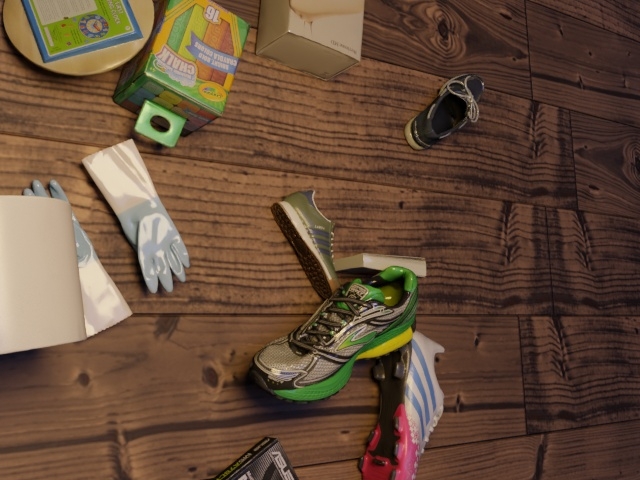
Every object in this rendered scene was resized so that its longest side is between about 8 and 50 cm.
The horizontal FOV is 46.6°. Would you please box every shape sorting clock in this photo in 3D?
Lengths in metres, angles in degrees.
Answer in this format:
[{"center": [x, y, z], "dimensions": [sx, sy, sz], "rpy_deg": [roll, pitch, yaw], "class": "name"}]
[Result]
[{"center": [-0.341, -0.321, 1.055], "dimensions": [0.206, 0.040, 0.206], "rpy_deg": [2, 69, -4], "class": "shape sorting clock"}]

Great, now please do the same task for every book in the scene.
[{"center": [0.102, 0.048, 1.317], "dimensions": [0.144, 0.096, 0.035], "rpy_deg": [7, 78, -36], "class": "book"}]

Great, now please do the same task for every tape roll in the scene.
[{"center": [-0.404, 0.050, 0.858], "dimensions": [0.246, 0.246, 0.169], "rpy_deg": [-4, 85, -36], "class": "tape roll"}]

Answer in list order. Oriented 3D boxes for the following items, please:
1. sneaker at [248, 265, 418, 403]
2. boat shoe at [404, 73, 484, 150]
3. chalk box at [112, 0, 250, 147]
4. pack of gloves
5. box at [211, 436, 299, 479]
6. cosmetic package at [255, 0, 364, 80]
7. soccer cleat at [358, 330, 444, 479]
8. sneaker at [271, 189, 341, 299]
[{"center": [0.024, 0.136, 1.191], "dimensions": [0.343, 0.134, 0.146], "rpy_deg": [-28, 136, -36], "class": "sneaker"}, {"center": [0.268, -0.271, 1.502], "dimensions": [0.254, 0.079, 0.095], "rpy_deg": [-37, 103, -34], "class": "boat shoe"}, {"center": [-0.215, -0.248, 1.116], "dimensions": [0.132, 0.132, 0.213], "rpy_deg": [24, 68, -30], "class": "chalk box"}, {"center": [-0.312, -0.003, 1.073], "dimensions": [0.195, 0.046, 0.232], "rpy_deg": [-28, 96, -24], "class": "pack of gloves"}, {"center": [-0.100, 0.433, 1.136], "dimensions": [0.184, 0.045, 0.191], "rpy_deg": [-31, 101, -33], "class": "box"}, {"center": [-0.010, -0.463, 1.316], "dimensions": [0.160, 0.113, 0.309], "rpy_deg": [12, 74, -34], "class": "cosmetic package"}, {"center": [0.159, 0.321, 1.297], "dimensions": [0.143, 0.116, 0.331], "rpy_deg": [19, 71, -32], "class": "soccer cleat"}, {"center": [0.000, 0.000, 1.269], "dimensions": [0.086, 0.064, 0.192], "rpy_deg": [-35, 99, -30], "class": "sneaker"}]
